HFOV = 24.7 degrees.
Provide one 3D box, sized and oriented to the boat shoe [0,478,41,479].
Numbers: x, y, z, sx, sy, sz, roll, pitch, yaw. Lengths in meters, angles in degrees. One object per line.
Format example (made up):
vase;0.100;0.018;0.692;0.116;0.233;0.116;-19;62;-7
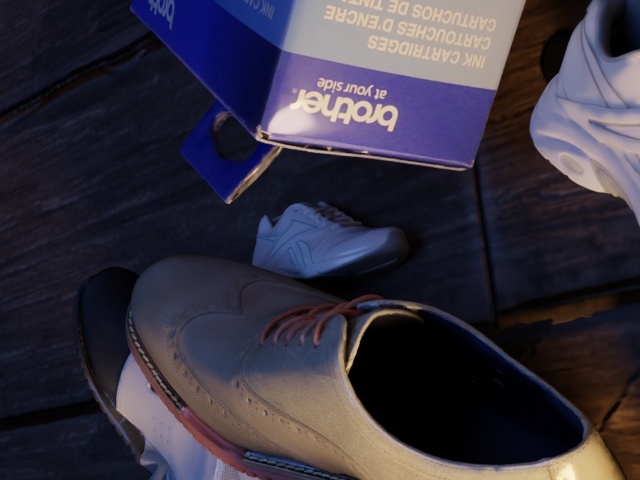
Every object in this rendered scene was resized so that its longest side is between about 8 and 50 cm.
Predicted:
boat shoe;-0.193;0.274;1.178;0.301;0.108;0.102;9;95;51

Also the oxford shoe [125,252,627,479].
oxford shoe;0.022;0.074;0.871;0.397;0.140;0.147;24;142;36

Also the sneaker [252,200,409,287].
sneaker;0.000;0.000;1.001;0.152;0.053;0.061;-11;78;49

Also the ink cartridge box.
ink cartridge box;0.014;-0.216;0.875;0.270;0.151;0.396;46;126;58

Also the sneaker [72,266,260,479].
sneaker;-0.064;0.119;1.043;0.146;0.122;0.330;-46;54;17

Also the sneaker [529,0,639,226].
sneaker;0.195;-0.053;0.730;0.232;0.090;0.115;42;137;40
